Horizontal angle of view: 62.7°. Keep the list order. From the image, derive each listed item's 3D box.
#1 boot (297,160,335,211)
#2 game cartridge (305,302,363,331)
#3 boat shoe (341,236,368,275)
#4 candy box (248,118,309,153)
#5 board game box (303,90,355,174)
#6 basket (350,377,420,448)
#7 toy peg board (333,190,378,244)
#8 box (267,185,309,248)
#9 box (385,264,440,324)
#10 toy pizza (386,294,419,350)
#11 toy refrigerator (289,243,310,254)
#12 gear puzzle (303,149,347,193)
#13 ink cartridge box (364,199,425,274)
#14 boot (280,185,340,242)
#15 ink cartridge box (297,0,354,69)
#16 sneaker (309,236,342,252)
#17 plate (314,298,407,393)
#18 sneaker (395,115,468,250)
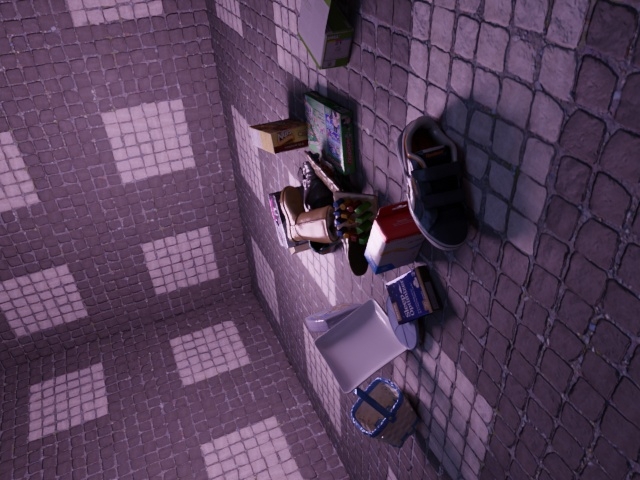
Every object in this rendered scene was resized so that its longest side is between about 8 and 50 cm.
[{"bbox_3d":[-0.039,-0.173,2.151,0.338,0.118,0.222,-49,56,56],"label":"boot"},{"bbox_3d":[0.047,0.315,2.154,0.297,0.198,0.062,160,94,-72],"label":"game cartridge"},{"bbox_3d":[0.118,0.018,1.881,0.073,0.080,0.223,146,112,-77],"label":"boat shoe"},{"bbox_3d":[-0.157,-0.426,2.125,0.316,0.183,0.087,-145,42,-63],"label":"candy box"},{"bbox_3d":[0.027,-0.382,1.837,0.317,0.046,0.213,-132,30,-53],"label":"board game box"},{"bbox_3d":[0.190,0.582,1.874,0.289,0.201,0.255,38,172,-20],"label":"basket"},{"bbox_3d":[0.103,-0.068,1.716,0.161,0.079,0.161,10,120,34],"label":"toy peg board"},{"bbox_3d":[-0.119,-0.105,2.330,0.142,0.164,0.247,-166,61,-72],"label":"box"},{"bbox_3d":[0.262,0.172,1.571,0.225,0.037,0.136,-43,61,61],"label":"box"},{"bbox_3d":[0.272,0.255,1.697,0.201,0.032,0.201,164,90,-73],"label":"toy pizza"},{"bbox_3d":[-0.127,-0.078,2.482,0.094,0.102,0.269,139,112,-71],"label":"toy refrigerator"},{"bbox_3d":[0.063,-0.193,1.845,0.339,0.044,0.175,51,178,33],"label":"gear puzzle"},{"bbox_3d":[0.214,-0.010,1.462,0.231,0.134,0.078,99,150,-55],"label":"ink cartridge box"},{"bbox_3d":[-0.035,-0.104,1.959,0.270,0.089,0.235,-5,99,56],"label":"boot"},{"bbox_3d":[0.020,-0.661,1.530,0.255,0.097,0.188,103,146,-54],"label":"ink cartridge box"},{"bbox_3d":[0.000,0.000,2.136,0.302,0.121,0.108,133,119,-70],"label":"sneaker"},{"bbox_3d":[0.145,0.370,1.841,0.045,0.277,0.278,56,177,-39],"label":"plate"},{"bbox_3d":[0.262,-0.138,1.218,0.127,0.126,0.320,111,141,-71],"label":"sneaker"}]
